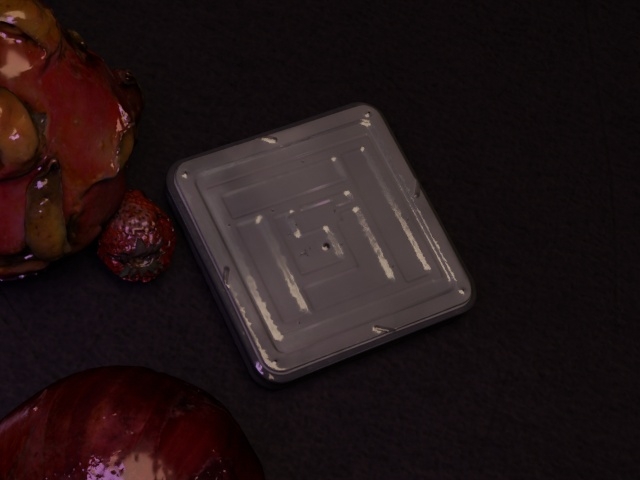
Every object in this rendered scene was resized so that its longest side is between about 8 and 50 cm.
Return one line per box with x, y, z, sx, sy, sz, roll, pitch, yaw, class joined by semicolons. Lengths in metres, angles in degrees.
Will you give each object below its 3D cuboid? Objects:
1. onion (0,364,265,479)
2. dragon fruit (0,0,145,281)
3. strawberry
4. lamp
-0.170;0.243;1.273;0.276;0.276;0.276;6;63;-13;onion
-0.326;-0.125;1.383;0.296;0.263;0.314;14;59;7;dragon fruit
-0.188;-0.009;1.500;0.083;0.083;0.096;8;50;-12;strawberry
0.000;0.000;1.566;0.266;0.047;0.269;-20;72;-22;lamp
